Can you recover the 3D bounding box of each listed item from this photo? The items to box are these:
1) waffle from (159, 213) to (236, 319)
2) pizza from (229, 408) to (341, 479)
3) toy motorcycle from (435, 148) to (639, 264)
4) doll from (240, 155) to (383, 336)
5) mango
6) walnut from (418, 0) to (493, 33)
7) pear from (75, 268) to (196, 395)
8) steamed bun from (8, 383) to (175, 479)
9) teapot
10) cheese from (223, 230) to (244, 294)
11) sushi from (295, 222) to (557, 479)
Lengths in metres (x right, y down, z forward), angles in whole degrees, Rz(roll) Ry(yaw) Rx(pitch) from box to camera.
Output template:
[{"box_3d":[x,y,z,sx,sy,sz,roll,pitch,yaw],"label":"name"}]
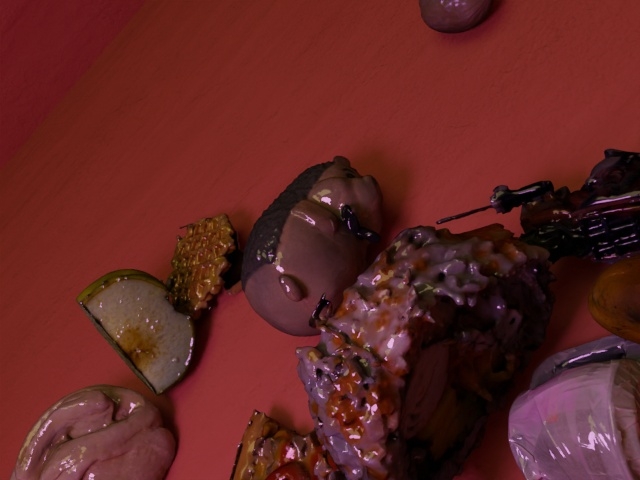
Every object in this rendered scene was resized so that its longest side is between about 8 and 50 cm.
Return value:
[{"box_3d":[-0.275,0.048,1.528,0.262,0.060,0.280,-53,35,18],"label":"waffle"},{"box_3d":[-0.005,0.430,1.012,0.406,0.130,0.440,-27,49,30],"label":"pizza"},{"box_3d":[0.363,-0.039,0.959,0.400,0.134,0.207,-21,23,35],"label":"toy motorcycle"},{"box_3d":[0.000,0.000,1.217,0.247,0.247,0.350,-13,40,36],"label":"doll"},{"box_3d":[0.444,0.075,0.789,0.235,0.166,0.136,5,108,11],"label":"mango"},{"box_3d":[0.273,-0.489,1.339,0.162,0.140,0.140,7,69,33],"label":"walnut"},{"box_3d":[-0.398,0.187,1.476,0.159,0.292,0.292,-41,37,-24],"label":"pear"},{"box_3d":[-0.495,0.465,1.368,0.372,0.230,0.325,-21,55,29],"label":"steamed bun"},{"box_3d":[0.324,0.209,0.827,0.178,0.163,0.222,-20,52,41],"label":"teapot"},{"box_3d":[-0.191,0.041,1.496,0.086,0.036,0.163,-41,43,24],"label":"cheese"},{"box_3d":[0.141,0.176,0.855,0.175,0.417,0.418,24,82,37],"label":"sushi"}]
